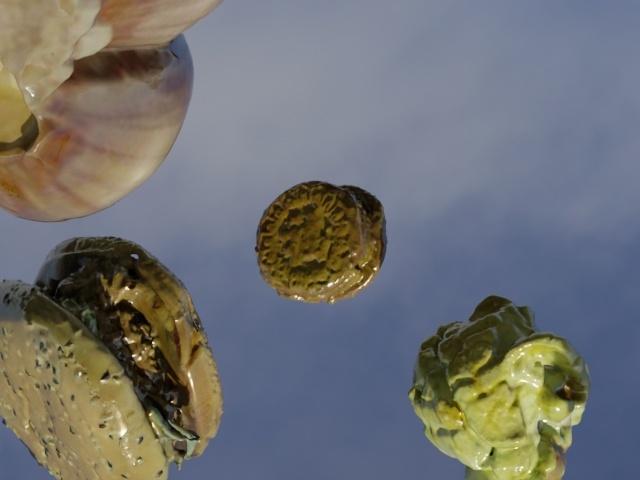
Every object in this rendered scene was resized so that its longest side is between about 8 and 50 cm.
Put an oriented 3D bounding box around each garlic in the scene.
[{"bbox_3d":[-0.094,-0.122,0.487,0.160,0.214,0.191,-28,-129,8],"label":"garlic"}]

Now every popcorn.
[{"bbox_3d":[0.136,0.116,1.089,0.136,0.162,0.141,14,-140,5],"label":"popcorn"}]

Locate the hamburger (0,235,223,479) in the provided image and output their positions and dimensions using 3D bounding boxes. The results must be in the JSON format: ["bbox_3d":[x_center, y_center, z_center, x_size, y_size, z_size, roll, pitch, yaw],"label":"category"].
[{"bbox_3d":[-0.258,0.149,1.685,0.195,0.277,0.318,-37,-97,-32],"label":"hamburger"}]

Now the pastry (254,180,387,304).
[{"bbox_3d":[0.000,0.000,1.137,0.109,0.057,0.097,-40,-121,18],"label":"pastry"}]
